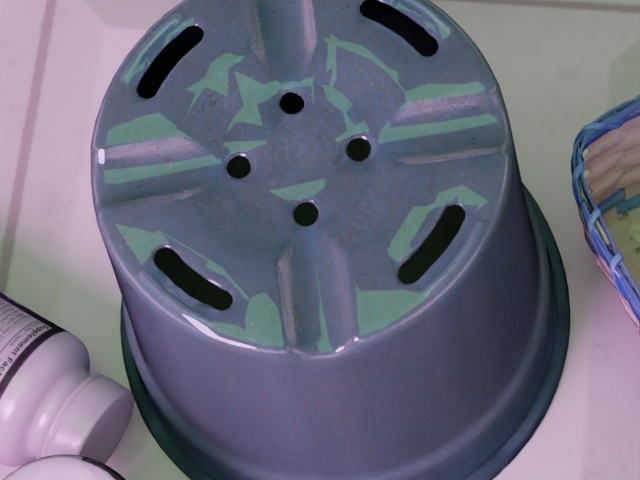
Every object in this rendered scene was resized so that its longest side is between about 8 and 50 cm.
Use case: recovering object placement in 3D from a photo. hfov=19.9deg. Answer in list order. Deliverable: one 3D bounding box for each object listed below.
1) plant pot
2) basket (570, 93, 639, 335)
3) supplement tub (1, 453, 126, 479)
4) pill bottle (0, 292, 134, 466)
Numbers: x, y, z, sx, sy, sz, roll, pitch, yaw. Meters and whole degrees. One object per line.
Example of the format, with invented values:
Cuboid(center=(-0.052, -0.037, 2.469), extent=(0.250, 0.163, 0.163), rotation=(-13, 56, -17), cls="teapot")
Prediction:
Cuboid(center=(0.000, 0.000, 1.223), extent=(0.341, 0.334, 0.341), rotation=(-2, 71, 6), cls="plant pot")
Cuboid(center=(0.284, -0.020, 1.224), extent=(0.201, 0.289, 0.255), rotation=(-25, 72, -4), cls="basket")
Cuboid(center=(-0.159, 0.219, 1.237), extent=(0.117, 0.190, 0.117), rotation=(-2, 70, 4), cls="supplement tub")
Cuboid(center=(-0.237, 0.098, 1.330), extent=(0.193, 0.108, 0.108), rotation=(29, 76, 14), cls="pill bottle")
